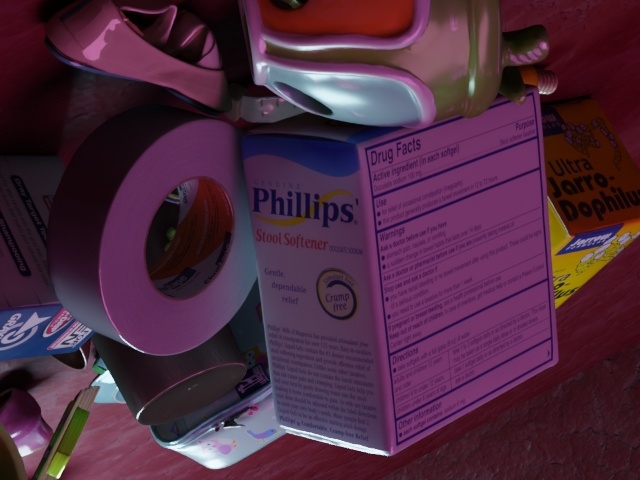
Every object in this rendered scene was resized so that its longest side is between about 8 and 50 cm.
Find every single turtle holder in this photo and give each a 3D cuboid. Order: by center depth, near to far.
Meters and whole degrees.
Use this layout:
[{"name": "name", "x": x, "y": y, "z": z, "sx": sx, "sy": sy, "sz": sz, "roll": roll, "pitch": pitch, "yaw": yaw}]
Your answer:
[{"name": "turtle holder", "x": 0.043, "y": -0.215, "z": 1.359, "sx": 0.227, "sy": 0.243, "sz": 0.320, "roll": -12, "pitch": -160, "yaw": -3}]

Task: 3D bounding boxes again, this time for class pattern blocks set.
[{"name": "pattern blocks set", "x": -0.328, "y": 0.267, "z": 2.008, "sx": 0.325, "sy": 0.026, "sz": 0.285, "roll": -67, "pitch": -172, "yaw": -29}]

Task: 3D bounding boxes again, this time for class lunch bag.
[{"name": "lunch bag", "x": -0.109, "y": 0.109, "z": 1.834, "sx": 0.224, "sy": 0.279, "sz": 0.108, "roll": -31, "pitch": 139, "yaw": 19}]

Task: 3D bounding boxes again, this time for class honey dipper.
[{"name": "honey dipper", "x": 0.223, "y": -0.190, "z": 1.920, "sx": 0.161, "sy": 0.030, "sz": 0.030, "roll": -3, "pitch": 149, "yaw": -46}]

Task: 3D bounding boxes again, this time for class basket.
[{"name": "basket", "x": -0.182, "y": 0.066, "z": 1.706, "sx": 0.154, "sy": 0.227, "sz": 0.204, "roll": -28, "pitch": 162, "yaw": -1}]

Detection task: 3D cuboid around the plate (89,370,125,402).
[{"name": "plate", "x": -0.233, "y": 0.185, "z": 2.254, "sx": 0.188, "sy": 0.024, "sz": 0.188, "roll": -26, "pitch": 161, "yaw": -10}]

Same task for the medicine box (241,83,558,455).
[{"name": "medicine box", "x": 0.082, "y": 0.014, "z": 1.513, "sx": 0.149, "sy": 0.289, "sz": 0.263, "roll": 6, "pitch": -161, "yaw": 42}]

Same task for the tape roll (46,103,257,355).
[{"name": "tape roll", "x": -0.142, "y": -0.010, "z": 1.461, "sx": 0.219, "sy": 0.072, "sz": 0.219, "roll": -26, "pitch": 125, "yaw": -44}]

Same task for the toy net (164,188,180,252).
[{"name": "toy net", "x": -0.070, "y": -0.063, "z": 1.693, "sx": 0.232, "sy": 0.122, "sz": 0.045, "roll": -17, "pitch": 168, "yaw": -28}]

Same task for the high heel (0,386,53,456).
[{"name": "high heel", "x": -0.469, "y": 0.263, "z": 2.076, "sx": 0.244, "sy": 0.082, "sz": 0.117, "roll": -19, "pitch": 140, "yaw": 4}]

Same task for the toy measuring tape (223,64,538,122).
[{"name": "toy measuring tape", "x": 0.061, "y": -0.176, "z": 1.667, "sx": 0.330, "sy": 0.121, "sz": 0.121, "roll": -1, "pitch": 155, "yaw": -9}]

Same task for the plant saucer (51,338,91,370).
[{"name": "plant saucer", "x": -0.292, "y": 0.063, "z": 1.665, "sx": 0.029, "sy": 0.168, "sz": 0.168, "roll": -45, "pitch": 167, "yaw": -21}]

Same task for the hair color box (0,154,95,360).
[{"name": "hair color box", "x": -0.351, "y": 0.019, "z": 1.430, "sx": 0.347, "sy": 0.174, "sz": 0.105, "roll": -3, "pitch": 148, "yaw": -51}]

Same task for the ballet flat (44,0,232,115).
[{"name": "ballet flat", "x": -0.137, "y": -0.168, "z": 1.408, "sx": 0.086, "sy": 0.086, "sz": 0.248, "roll": -36, "pitch": 159, "yaw": 20}]

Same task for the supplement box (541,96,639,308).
[{"name": "supplement box", "x": 0.248, "y": -0.005, "z": 2.174, "sx": 0.194, "sy": 0.195, "sz": 0.356, "roll": -12, "pitch": 155, "yaw": -39}]

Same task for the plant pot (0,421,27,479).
[{"name": "plant pot", "x": -0.514, "y": 0.329, "z": 1.922, "sx": 0.276, "sy": 0.276, "sz": 0.254, "roll": -17, "pitch": 169, "yaw": -31}]
